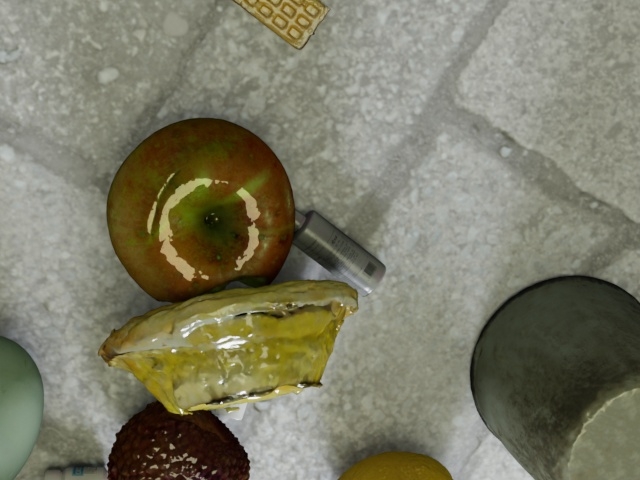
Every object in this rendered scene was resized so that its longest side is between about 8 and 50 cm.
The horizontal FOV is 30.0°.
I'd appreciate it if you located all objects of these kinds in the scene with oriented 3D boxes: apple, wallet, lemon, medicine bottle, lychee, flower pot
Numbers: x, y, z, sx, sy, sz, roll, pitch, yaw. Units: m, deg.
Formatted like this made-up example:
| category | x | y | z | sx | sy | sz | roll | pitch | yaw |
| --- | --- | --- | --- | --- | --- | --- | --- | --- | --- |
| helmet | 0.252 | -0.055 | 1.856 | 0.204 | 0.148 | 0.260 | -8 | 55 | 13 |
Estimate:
| category | x | y | z | sx | sy | sz | roll | pitch | yaw |
| --- | --- | --- | --- | --- | --- | --- | --- | --- | --- |
| apple | -0.154 | -0.035 | 1.548 | 0.246 | 0.226 | 0.246 | -2 | 100 | -14 |
| wallet | -0.122 | 0.217 | 1.729 | 0.044 | 0.011 | 0.083 | 16 | 104 | -11 |
| lemon | 0.107 | 0.395 | 1.717 | 0.244 | 0.187 | 0.187 | -14 | 107 | 2 |
| medicine bottle | -0.351 | 0.351 | 1.717 | 0.089 | 0.052 | 0.052 | 1 | 105 | -7 |
| medicine bottle | 0.000 | 0.000 | 1.660 | 0.199 | 0.058 | 0.058 | 37 | 98 | -15 |
| lychee | -0.205 | 0.315 | 1.661 | 0.188 | 0.188 | 0.188 | -2 | 106 | -6 |
| flower pot | 0.379 | 0.231 | 1.630 | 0.293 | 0.330 | 0.294 | -1 | 105 | -5 |

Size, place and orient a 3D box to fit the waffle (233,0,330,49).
| category | x | y | z | sx | sy | sz | roll | pitch | yaw |
| --- | --- | --- | --- | --- | --- | --- | --- | --- | --- |
| waffle | -0.054 | -0.326 | 1.582 | 0.135 | 0.021 | 0.092 | 34 | 99 | -14 |

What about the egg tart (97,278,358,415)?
| category | x | y | z | sx | sy | sz | roll | pitch | yaw |
| --- | --- | --- | --- | --- | --- | --- | --- | --- | --- |
| egg tart | -0.110 | 0.149 | 1.549 | 0.345 | 0.345 | 0.133 | -11 | 80 | -4 |

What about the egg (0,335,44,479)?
| category | x | y | z | sx | sy | sz | roll | pitch | yaw |
| --- | --- | --- | --- | --- | --- | --- | --- | --- | --- |
| egg | -0.485 | 0.251 | 1.595 | 0.203 | 0.203 | 0.283 | 37 | 101 | -15 |
